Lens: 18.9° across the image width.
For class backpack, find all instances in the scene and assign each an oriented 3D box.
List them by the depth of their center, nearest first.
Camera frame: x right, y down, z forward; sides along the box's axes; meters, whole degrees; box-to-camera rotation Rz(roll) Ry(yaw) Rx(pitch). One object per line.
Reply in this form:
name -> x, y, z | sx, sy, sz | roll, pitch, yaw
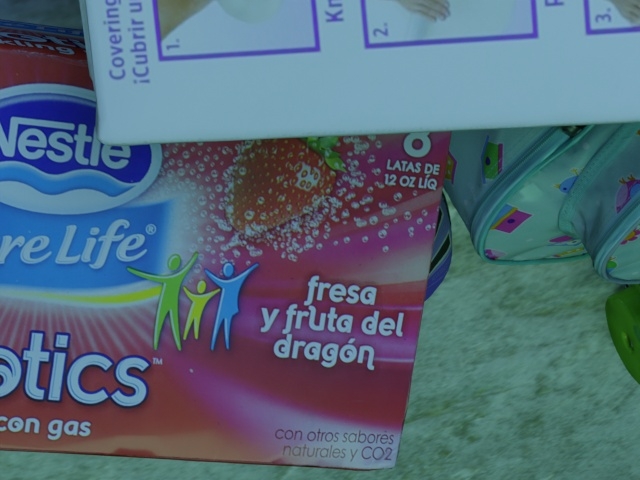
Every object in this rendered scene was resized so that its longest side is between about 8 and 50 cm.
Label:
backpack -> 0.139, -0.060, 0.843 | 0.188, 0.144, 0.166 | -37, 159, 35

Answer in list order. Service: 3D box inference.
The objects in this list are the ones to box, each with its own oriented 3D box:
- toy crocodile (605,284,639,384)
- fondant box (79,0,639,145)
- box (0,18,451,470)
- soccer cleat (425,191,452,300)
toy crocodile -> 0.230, 0.007, 1.143 | 0.115, 0.105, 0.340 | -22, 162, -4
fondant box -> 0.129, -0.099, 0.514 | 0.330, 0.096, 0.238 | -3, -166, 18
box -> -0.103, -0.007, 0.609 | 0.257, 0.122, 0.128 | 6, -171, -20
soccer cleat -> 0.000, 0.000, 0.866 | 0.109, 0.116, 0.318 | -27, 157, 7
